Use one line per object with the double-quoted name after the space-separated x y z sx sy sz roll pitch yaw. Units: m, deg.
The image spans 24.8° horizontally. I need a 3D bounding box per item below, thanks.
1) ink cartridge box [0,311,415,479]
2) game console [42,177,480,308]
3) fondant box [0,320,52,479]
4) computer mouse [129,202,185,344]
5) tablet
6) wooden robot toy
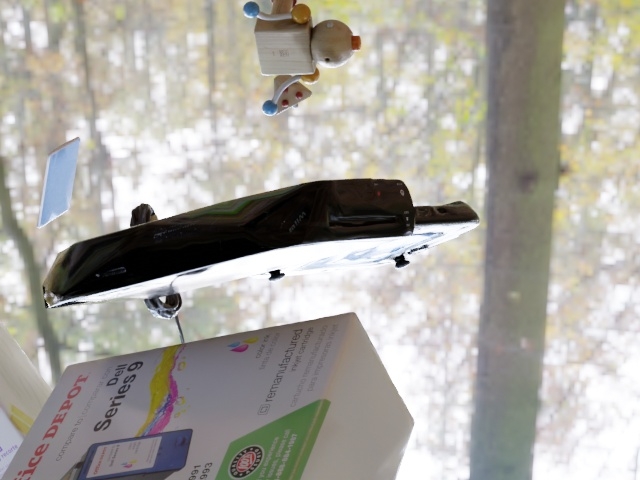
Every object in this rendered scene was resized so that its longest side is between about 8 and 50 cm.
-0.072 0.137 0.835 0.212 0.093 0.154 -13 -149 29 "ink cartridge box"
0.000 0.000 0.988 0.213 0.044 0.361 -14 175 35 "game console"
-0.339 0.155 1.423 0.096 0.330 0.238 -37 -176 -1 "fondant box"
-0.087 0.080 1.086 0.041 0.242 0.071 -12 -153 14 "computer mouse"
-0.252 -0.056 1.398 0.006 0.083 0.054 24 -149 16 "tablet"
-0.007 -0.161 1.088 0.079 0.173 0.076 4 -134 14 "wooden robot toy"
